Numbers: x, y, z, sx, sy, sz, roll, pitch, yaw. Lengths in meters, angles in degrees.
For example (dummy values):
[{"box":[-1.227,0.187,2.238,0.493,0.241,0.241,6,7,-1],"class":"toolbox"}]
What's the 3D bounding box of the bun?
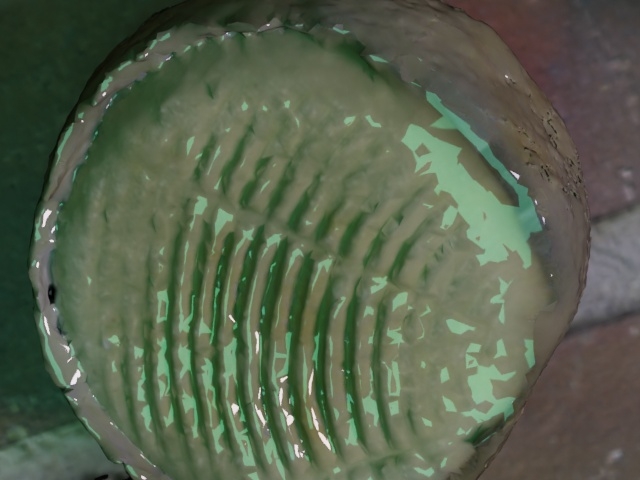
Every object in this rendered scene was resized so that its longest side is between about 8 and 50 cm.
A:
[{"box":[0.000,0.000,0.852,0.259,0.152,0.259,6,107,19],"class":"bun"}]
